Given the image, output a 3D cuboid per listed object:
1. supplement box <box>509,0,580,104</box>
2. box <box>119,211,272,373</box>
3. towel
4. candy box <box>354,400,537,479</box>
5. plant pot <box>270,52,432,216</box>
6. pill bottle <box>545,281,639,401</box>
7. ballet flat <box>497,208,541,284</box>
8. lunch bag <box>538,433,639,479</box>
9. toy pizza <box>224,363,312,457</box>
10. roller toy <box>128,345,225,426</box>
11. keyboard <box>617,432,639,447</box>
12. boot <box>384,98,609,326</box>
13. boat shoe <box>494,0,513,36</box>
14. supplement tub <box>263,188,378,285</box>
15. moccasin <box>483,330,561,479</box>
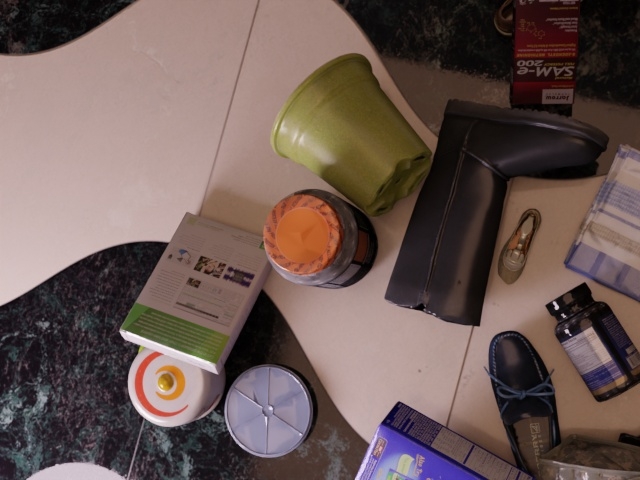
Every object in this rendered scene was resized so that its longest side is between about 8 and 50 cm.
[{"bbox_3d":[0.457,-0.402,1.856,0.130,0.073,0.240,0,110,7],"label":"supplement box"},{"bbox_3d":[-0.257,0.108,1.969,0.232,0.058,0.322,18,61,14],"label":"box"},{"bbox_3d":[0.648,-0.031,1.850,0.209,0.034,0.285,26,93,12],"label":"towel"},{"bbox_3d":[0.231,0.517,1.809,0.317,0.122,0.268,28,117,16],"label":"candy box"},{"bbox_3d":[0.082,-0.195,1.858,0.276,0.276,0.254,-45,71,6],"label":"plant pot"},{"bbox_3d":[0.546,0.199,1.807,0.122,0.123,0.219,-31,78,9],"label":"pill bottle"},{"bbox_3d":[0.412,0.010,1.891,0.057,0.052,0.168,20,90,12],"label":"ballet flat"},{"bbox_3d":[0.570,0.511,1.679,0.286,0.168,0.236,0,100,43],"label":"lunch bag"},{"bbox_3d":[-0.112,0.374,1.995,0.201,0.032,0.202,-1,84,13],"label":"toy pizza"},{"bbox_3d":[-0.313,0.308,1.989,0.209,0.146,0.191,-1,85,13],"label":"roller toy"},{"bbox_3d":[0.672,0.452,1.796,0.180,0.023,0.108,17,113,19],"label":"keyboard"},{"bbox_3d":[0.348,-0.038,1.831,0.366,0.146,0.446,16,85,40],"label":"boot"},{"bbox_3d":[0.483,-0.520,1.898,0.257,0.095,0.095,-37,78,8],"label":"boat shoe"},{"bbox_3d":[0.000,0.000,1.855,0.193,0.316,0.194,-1,84,13],"label":"supplement tub"},{"bbox_3d":[0.428,0.346,1.825,0.137,0.117,0.342,-20,81,11],"label":"moccasin"}]
